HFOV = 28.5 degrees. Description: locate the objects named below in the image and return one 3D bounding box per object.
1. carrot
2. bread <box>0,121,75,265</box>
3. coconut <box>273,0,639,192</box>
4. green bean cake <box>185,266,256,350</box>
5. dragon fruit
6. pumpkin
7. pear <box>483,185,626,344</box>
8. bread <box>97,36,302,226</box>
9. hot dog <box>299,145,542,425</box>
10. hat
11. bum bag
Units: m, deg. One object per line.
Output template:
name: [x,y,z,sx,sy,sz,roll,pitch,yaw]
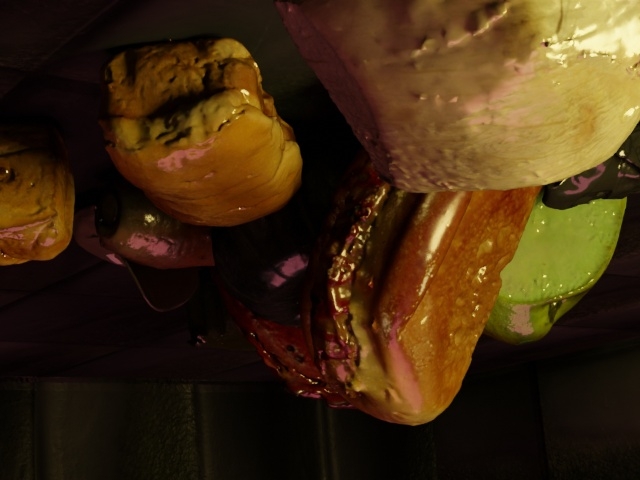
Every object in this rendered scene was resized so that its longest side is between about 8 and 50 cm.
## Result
carrot: [-0.176,-0.024,1.791,0.302,0.139,0.138,0,167,-43]
bread: [-0.444,-0.049,1.497,0.294,0.167,0.132,-4,166,-5]
coconut: [0.130,-0.183,0.920,0.254,0.297,0.297,-13,164,29]
green bean cake: [-0.094,0.109,2.292,0.250,0.156,0.247,-15,164,36]
dragon fruit: [-0.014,0.119,2.041,0.286,0.329,0.228,-9,172,10]
pumpkin: [0.000,0.000,1.698,0.300,0.207,0.300,-11,151,-7]
pear: [0.290,0.009,1.768,0.286,0.282,0.176,-5,158,3]
bread: [-0.126,-0.105,1.418,0.195,0.149,0.344,-6,167,7]
hot dog: [0.106,0.007,1.482,0.185,0.405,0.223,20,175,37]
hat: [-0.281,0.030,1.852,0.144,0.173,0.166,-17,168,38]
bum bag: [0.430,-0.108,1.643,0.326,0.080,0.142,-17,158,-31]
